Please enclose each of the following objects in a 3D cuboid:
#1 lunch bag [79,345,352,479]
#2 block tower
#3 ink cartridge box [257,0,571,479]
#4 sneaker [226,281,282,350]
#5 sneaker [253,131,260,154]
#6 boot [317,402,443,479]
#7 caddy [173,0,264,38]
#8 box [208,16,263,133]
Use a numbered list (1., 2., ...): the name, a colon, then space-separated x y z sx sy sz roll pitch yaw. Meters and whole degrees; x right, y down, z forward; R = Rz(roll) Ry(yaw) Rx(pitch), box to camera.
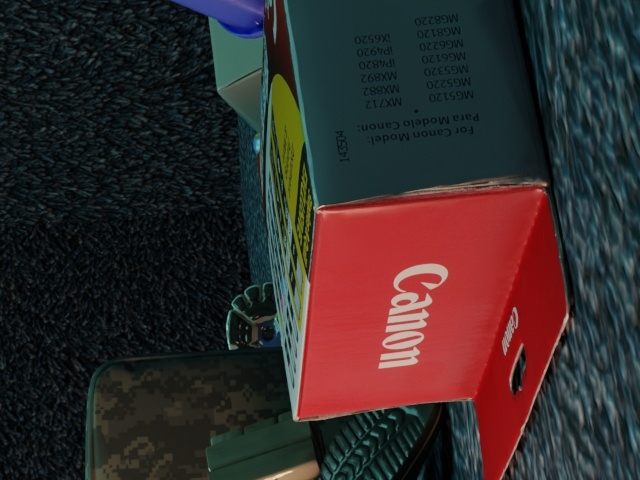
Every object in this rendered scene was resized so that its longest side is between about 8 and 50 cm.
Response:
1. lunch bag: -0.078 0.243 1.765 0.256 0.305 0.213 94 170 -55
2. block tower: 0.005 0.285 1.581 0.091 0.097 0.335 -102 -7 -54
3. ink cartridge box: 0.041 -0.014 1.106 0.309 0.130 0.272 95 168 -63
4. sneaker: -0.014 0.208 2.208 0.147 0.129 0.330 -5 -95 -74
5. sneaker: -0.034 -0.109 2.150 0.185 0.083 0.070 118 147 -82
6. boot: 0.064 0.206 1.464 0.198 0.137 0.077 -55 40 15
7. caddy: -0.064 -0.335 1.594 0.241 0.179 0.341 -44 42 41
8. box: -0.062 -0.257 2.072 0.113 0.094 0.275 44 -150 -46
